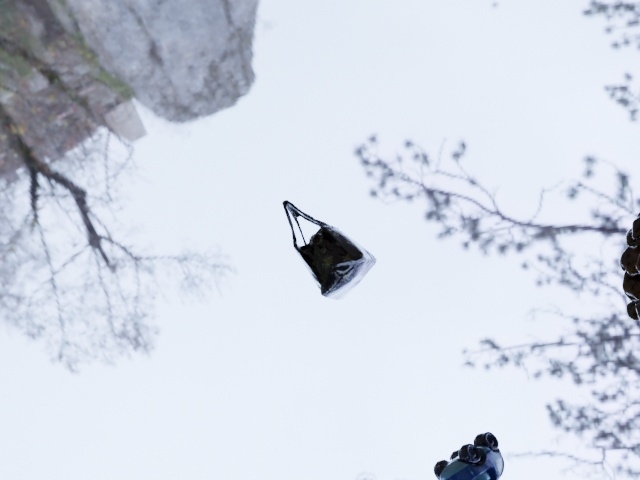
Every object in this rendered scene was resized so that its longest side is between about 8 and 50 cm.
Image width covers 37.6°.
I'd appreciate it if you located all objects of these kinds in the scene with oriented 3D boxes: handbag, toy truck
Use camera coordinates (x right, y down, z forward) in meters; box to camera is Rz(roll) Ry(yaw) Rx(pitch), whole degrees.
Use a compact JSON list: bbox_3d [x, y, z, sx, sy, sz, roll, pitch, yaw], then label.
[{"bbox_3d":[0.000,0.000,1.172,0.072,0.115,0.139,-41,-102,7],"label":"handbag"},{"bbox_3d":[0.164,0.246,0.945,0.073,0.090,0.056,-18,159,-50],"label":"toy truck"}]

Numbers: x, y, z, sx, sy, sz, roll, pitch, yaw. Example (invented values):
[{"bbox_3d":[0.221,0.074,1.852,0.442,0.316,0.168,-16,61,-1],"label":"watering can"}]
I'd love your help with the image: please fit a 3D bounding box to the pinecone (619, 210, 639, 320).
[{"bbox_3d":[0.421,0.034,1.044,0.168,0.212,0.185,-23,-118,-40],"label":"pinecone"}]
